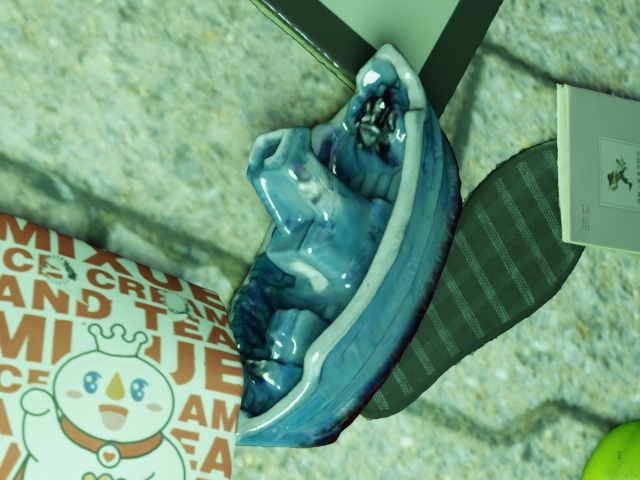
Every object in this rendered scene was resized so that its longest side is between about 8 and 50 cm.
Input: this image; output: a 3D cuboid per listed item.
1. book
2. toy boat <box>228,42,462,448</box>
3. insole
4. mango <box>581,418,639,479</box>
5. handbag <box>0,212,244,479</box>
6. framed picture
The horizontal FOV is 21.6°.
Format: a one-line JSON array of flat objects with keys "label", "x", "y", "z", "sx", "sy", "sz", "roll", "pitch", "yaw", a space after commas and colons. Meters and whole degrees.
[{"label": "book", "x": 0.256, "y": -0.050, "z": 1.340, "sx": 0.182, "sy": 0.014, "sz": 0.127, "roll": 8, "pitch": 78, "yaw": -37}, {"label": "toy boat", "x": 0.000, "y": 0.000, "z": 1.106, "sx": 0.142, "sy": 0.129, "sz": 0.309, "roll": 39, "pitch": 63, "yaw": -33}, {"label": "insole", "x": 0.115, "y": 0.025, "z": 1.245, "sx": 0.309, "sy": 0.012, "sz": 0.110, "roll": -36, "pitch": 101, "yaw": -33}, {"label": "mango", "x": 0.237, "y": 0.177, "z": 1.267, "sx": 0.108, "sy": 0.056, "sz": 0.073, "roll": -38, "pitch": 105, "yaw": -45}, {"label": "handbag", "x": -0.150, "y": 0.136, "z": 0.970, "sx": 0.171, "sy": 0.151, "sz": 0.298, "roll": 17, "pitch": 68, "yaw": -25}, {"label": "framed picture", "x": 0.008, "y": -0.273, "z": 1.237, "sx": 0.347, "sy": 0.016, "sz": 0.265, "roll": 39, "pitch": 62, "yaw": -20}]
